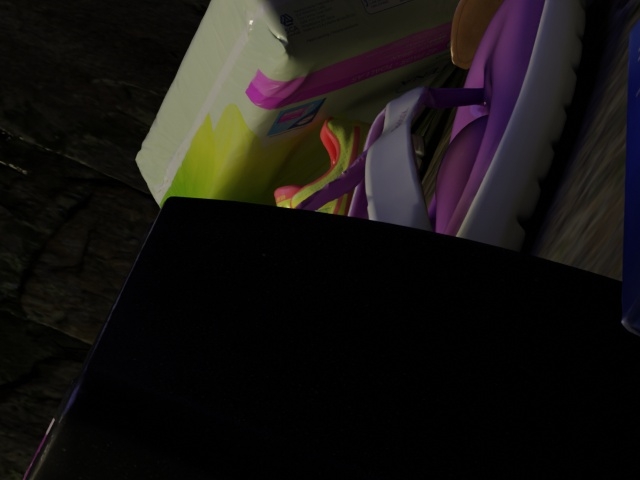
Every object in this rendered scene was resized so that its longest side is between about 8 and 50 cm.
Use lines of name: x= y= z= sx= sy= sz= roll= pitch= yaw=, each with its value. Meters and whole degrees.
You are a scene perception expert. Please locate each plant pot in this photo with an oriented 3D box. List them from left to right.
plant pot: x=-0.009 y=0.095 z=0.548 sx=0.188 sy=0.167 sz=0.187 roll=-75 pitch=12 yaw=-63

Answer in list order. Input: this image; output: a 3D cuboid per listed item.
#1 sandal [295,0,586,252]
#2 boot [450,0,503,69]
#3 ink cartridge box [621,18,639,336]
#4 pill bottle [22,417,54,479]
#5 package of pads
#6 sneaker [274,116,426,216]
sandal: x=0.035 y=0.005 z=0.915 sx=0.416 sy=0.102 sz=0.169 roll=-66 pitch=6 yaw=-30
boot: x=0.129 y=-0.181 z=1.305 sx=0.118 sy=0.042 sz=0.087 roll=-61 pitch=-1 yaw=14
ink cartridge box: x=0.151 y=-0.089 z=0.450 sx=0.186 sy=0.065 sz=0.311 roll=-71 pitch=7 yaw=-59
pill bottle: x=-0.134 y=0.250 z=1.049 sx=0.301 sy=0.169 sz=0.169 roll=-65 pitch=5 yaw=-9
package of pads: x=-0.001 y=-0.134 z=1.440 sx=0.229 sy=0.101 sz=0.296 roll=-23 pitch=-17 yaw=-31
sneaker: x=0.000 y=0.000 z=1.373 sx=0.208 sy=0.094 sz=0.081 roll=-66 pitch=7 yaw=-14
